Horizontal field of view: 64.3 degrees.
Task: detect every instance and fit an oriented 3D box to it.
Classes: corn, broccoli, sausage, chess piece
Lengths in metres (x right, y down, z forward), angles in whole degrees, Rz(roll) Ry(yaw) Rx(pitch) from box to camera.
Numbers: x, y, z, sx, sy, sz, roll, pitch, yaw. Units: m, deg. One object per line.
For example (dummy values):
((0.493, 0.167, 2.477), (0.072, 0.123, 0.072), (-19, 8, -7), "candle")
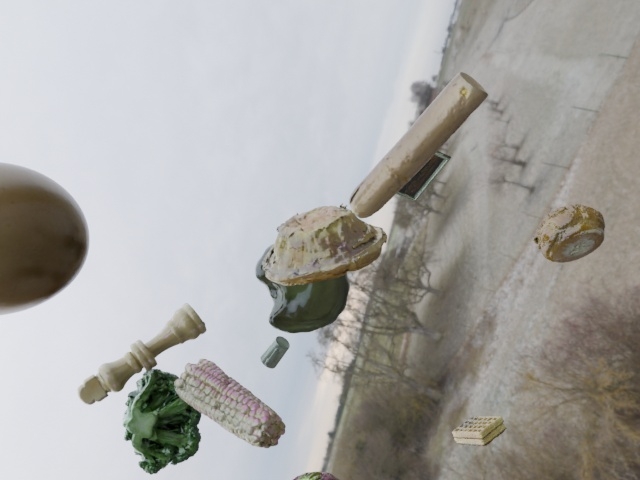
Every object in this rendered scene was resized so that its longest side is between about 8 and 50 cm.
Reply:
((-0.236, 0.418, 1.297), (0.127, 0.335, 0.126), (-30, -48, -40), "corn")
((-0.489, 0.537, 1.540), (0.245, 0.265, 0.294), (26, -134, -84), "broccoli")
((0.145, -0.142, 0.829), (0.301, 0.066, 0.066), (-50, 8, 36), "sausage")
((-0.537, 0.346, 1.528), (0.397, 0.117, 0.117), (-36, -28, -24), "chess piece")

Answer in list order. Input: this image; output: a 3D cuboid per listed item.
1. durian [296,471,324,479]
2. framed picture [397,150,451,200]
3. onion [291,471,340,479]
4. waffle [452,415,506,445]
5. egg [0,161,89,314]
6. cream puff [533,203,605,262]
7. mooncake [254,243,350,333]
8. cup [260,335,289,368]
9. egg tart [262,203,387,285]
((-0.062, 0.527, 0.827), (0.394, 0.198, 0.163), (-54, -47, -57), "durian")
((0.363, -0.270, 2.012), (0.252, 0.197, 0.014), (-56, 21, 39), "framed picture")
((0.002, 0.575, 1.034), (0.207, 0.201, 0.200), (-131, 52, -74), "onion")
((0.465, 0.558, 1.497), (0.102, 0.042, 0.148), (-25, -8, -24), "waffle")
((-0.647, -0.002, 0.981), (0.374, 0.301, 0.301), (-8, -65, -46), "egg")
((0.540, -0.021, 1.103), (0.144, 0.126, 0.103), (-45, 38, 42), "cream puff")
((-0.062, 0.151, 1.808), (0.187, 0.351, 0.351), (-1, -76, -85), "mooncake")
((-0.135, 0.320, 1.453), (0.075, 0.054, 0.083), (4, -52, -54), "cup")
((0.000, 0.000, 1.338), (0.352, 0.352, 0.150), (-56, -49, -66), "egg tart")
